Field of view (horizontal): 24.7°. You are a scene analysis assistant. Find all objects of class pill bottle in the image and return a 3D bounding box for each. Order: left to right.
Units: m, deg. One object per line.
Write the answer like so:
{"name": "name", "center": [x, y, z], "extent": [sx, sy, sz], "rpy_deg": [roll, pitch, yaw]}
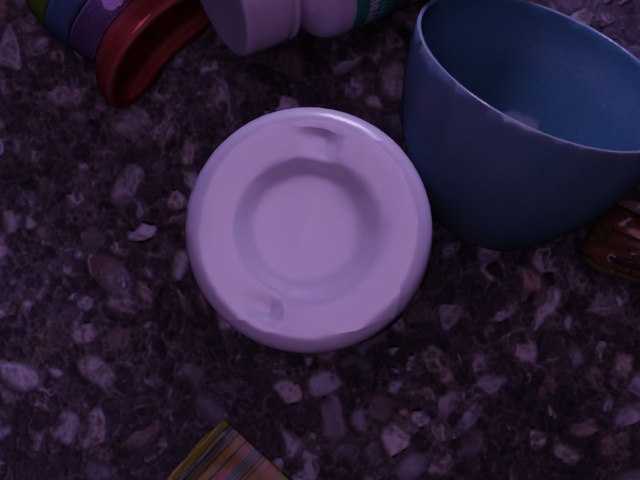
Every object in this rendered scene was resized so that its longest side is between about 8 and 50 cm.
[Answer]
{"name": "pill bottle", "center": [0.000, 0.000, 1.476], "extent": [0.224, 0.392, 0.224], "rpy_deg": [0, 87, 3]}
{"name": "pill bottle", "center": [0.047, -0.337, 1.541], "extent": [0.361, 0.204, 0.204], "rpy_deg": [-24, 86, -15]}

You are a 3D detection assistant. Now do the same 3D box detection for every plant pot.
{"name": "plant pot", "center": [0.205, -0.105, 1.553], "extent": [0.290, 0.290, 0.195], "rpy_deg": [26, 125, 5]}

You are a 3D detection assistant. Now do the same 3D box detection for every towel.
{"name": "towel", "center": [-0.058, 0.316, 1.651], "extent": [0.237, 0.021, 0.102], "rpy_deg": [42, 91, 4]}

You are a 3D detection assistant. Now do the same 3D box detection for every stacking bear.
{"name": "stacking bear", "center": [-0.278, -0.315, 1.634], "extent": [0.289, 0.164, 0.175], "rpy_deg": [44, 90, 9]}

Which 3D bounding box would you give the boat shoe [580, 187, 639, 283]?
{"name": "boat shoe", "center": [0.432, 0.054, 1.597], "extent": [0.307, 0.110, 0.104], "rpy_deg": [31, 93, 14]}
